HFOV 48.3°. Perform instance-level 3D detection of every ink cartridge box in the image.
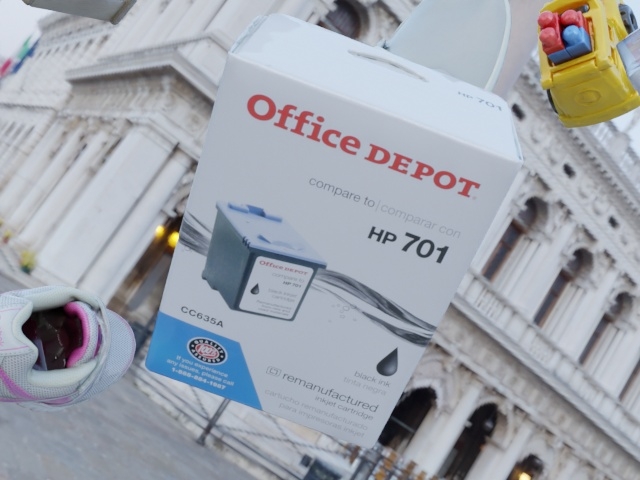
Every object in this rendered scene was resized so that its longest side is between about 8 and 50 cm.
[{"bbox_3d":[0.000,0.000,0.379,0.140,0.190,0.082,20,32,-2],"label":"ink cartridge box"}]

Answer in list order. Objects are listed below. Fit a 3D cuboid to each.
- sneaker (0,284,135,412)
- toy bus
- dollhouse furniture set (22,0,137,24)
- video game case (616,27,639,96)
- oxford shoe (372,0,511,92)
[{"bbox_3d":[-0.220,0.093,0.604,0.111,0.102,0.252,-13,-8,15],"label":"sneaker"},{"bbox_3d":[0.416,-0.326,1.160,0.149,0.220,0.211,-16,-30,38],"label":"toy bus"},{"bbox_3d":[-0.212,-0.354,0.730,0.212,0.242,0.161,49,18,2],"label":"dollhouse furniture set"},{"bbox_3d":[0.293,-0.170,0.459,0.025,0.204,0.285,55,27,-4],"label":"video game case"},{"bbox_3d":[0.084,-0.164,0.886,0.169,0.449,0.130,35,-7,32],"label":"oxford shoe"}]
